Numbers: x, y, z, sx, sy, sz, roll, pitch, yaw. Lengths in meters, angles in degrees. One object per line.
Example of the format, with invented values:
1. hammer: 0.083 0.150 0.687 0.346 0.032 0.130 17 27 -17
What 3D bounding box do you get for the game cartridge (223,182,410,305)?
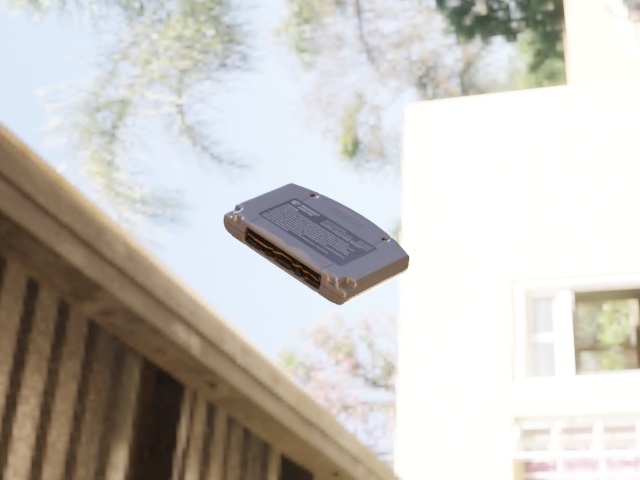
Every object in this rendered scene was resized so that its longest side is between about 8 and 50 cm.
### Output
1. game cartridge: 0.000 0.000 0.644 0.056 0.083 0.017 -27 -43 -38
